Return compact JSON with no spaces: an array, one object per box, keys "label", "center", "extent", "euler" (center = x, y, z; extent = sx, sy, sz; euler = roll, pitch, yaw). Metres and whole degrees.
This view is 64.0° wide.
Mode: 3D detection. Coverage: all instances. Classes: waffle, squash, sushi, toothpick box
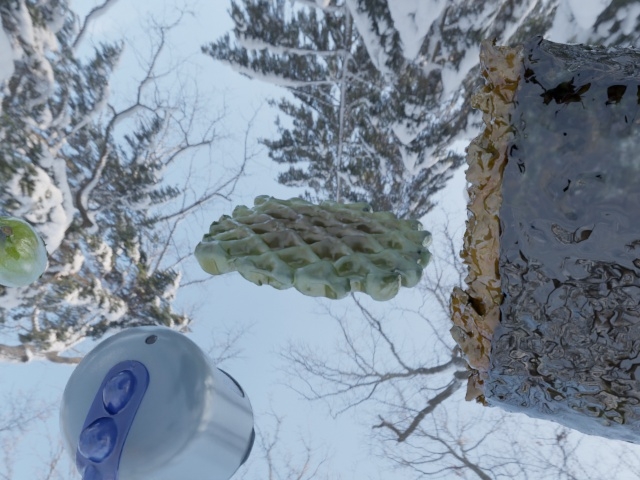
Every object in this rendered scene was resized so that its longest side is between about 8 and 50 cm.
[{"label":"waffle","center":[0.000,0.000,0.675],"extent":[0.292,0.309,0.056],"euler":[9,-72,9]},{"label":"squash","center":[-0.567,0.016,0.934],"extent":[0.123,0.187,0.122],"euler":[6,-106,-22]},{"label":"sushi","center":[0.225,0.001,0.444],"extent":[0.208,0.348,0.234],"euler":[10,-150,24]},{"label":"toothpick box","center":[-0.259,0.287,0.816],"extent":[0.263,0.354,0.262],"euler":[-3,-120,5]}]
